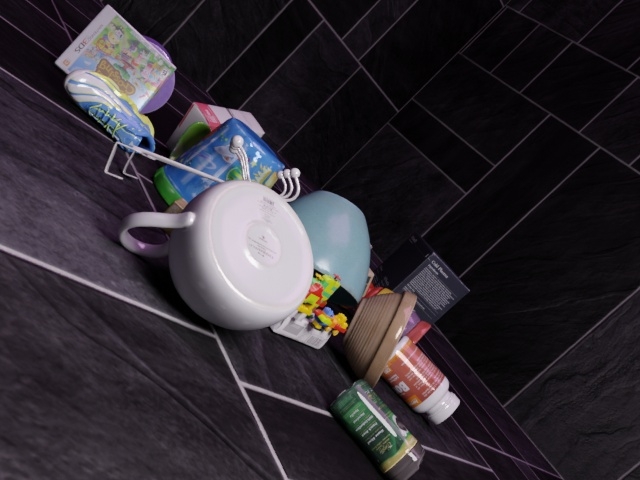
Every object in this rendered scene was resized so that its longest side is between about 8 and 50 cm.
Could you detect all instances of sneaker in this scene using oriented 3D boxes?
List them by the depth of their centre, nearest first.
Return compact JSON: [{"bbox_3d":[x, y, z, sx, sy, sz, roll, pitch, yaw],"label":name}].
[{"bbox_3d":[-0.436,-0.267,1.311,0.240,0.091,0.126,36,13,-53],"label":"sneaker"}]

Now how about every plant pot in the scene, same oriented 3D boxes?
[{"bbox_3d":[0.118,0.206,1.373,0.109,0.237,0.237,26,6,7],"label":"plant pot"},{"bbox_3d":[0.000,0.000,1.418,0.290,0.195,0.290,26,-14,7],"label":"plant pot"}]

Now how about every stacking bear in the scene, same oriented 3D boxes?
[{"bbox_3d":[0.167,0.211,1.802,0.289,0.164,0.175,43,7,14],"label":"stacking bear"}]

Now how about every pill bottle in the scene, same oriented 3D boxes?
[{"bbox_3d":[0.248,0.360,1.561,0.216,0.121,0.121,47,8,6],"label":"pill bottle"}]

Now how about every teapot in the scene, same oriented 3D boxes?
[{"bbox_3d":[-0.152,0.035,0.976,0.252,0.187,0.256,-31,95,-51],"label":"teapot"}]

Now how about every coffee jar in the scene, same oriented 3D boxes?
[{"bbox_3d":[0.105,0.341,1.088,0.184,0.079,0.096,47,5,17],"label":"coffee jar"}]

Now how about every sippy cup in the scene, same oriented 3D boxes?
[{"bbox_3d":[-0.211,-0.143,1.363,0.305,0.224,0.240,46,9,-3],"label":"sippy cup"}]

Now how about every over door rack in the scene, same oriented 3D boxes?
[{"bbox_3d":[-0.206,-0.141,1.117,0.324,0.108,0.239,9,3,-10],"label":"over door rack"}]

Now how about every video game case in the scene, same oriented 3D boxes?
[{"bbox_3d":[-0.487,-0.419,1.464,0.212,0.193,0.023,42,-15,-25],"label":"video game case"}]

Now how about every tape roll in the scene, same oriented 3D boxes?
[{"bbox_3d":[-0.471,-0.427,1.566,0.189,0.189,0.080,41,9,-27],"label":"tape roll"}]

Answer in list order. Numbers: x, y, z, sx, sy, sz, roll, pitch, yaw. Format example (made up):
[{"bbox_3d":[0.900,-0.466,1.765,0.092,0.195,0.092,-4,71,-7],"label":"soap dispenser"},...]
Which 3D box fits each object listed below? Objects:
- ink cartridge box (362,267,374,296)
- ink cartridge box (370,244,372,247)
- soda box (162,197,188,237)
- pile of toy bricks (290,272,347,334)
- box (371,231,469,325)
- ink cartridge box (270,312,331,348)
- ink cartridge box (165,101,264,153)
[{"bbox_3d":[0.013,0.055,1.727,0.193,0.088,0.235,8,29,-30],"label":"ink cartridge box"},{"bbox_3d":[0.066,0.035,2.031,0.127,0.175,0.072,47,8,11],"label":"ink cartridge box"},{"bbox_3d":[-0.225,0.003,1.165,0.181,0.058,0.061,45,8,-7],"label":"soda box"},{"bbox_3d":[-0.002,0.108,1.227,0.118,0.105,0.212,47,8,36],"label":"pile of toy bricks"},{"bbox_3d":[0.293,0.166,2.049,0.179,0.312,0.343,44,9,-9],"label":"box"},{"bbox_3d":[-0.092,0.122,1.295,0.224,0.056,0.181,45,6,36],"label":"ink cartridge box"},{"bbox_3d":[-0.284,-0.277,1.664,0.217,0.158,0.092,-6,54,-55],"label":"ink cartridge box"}]
